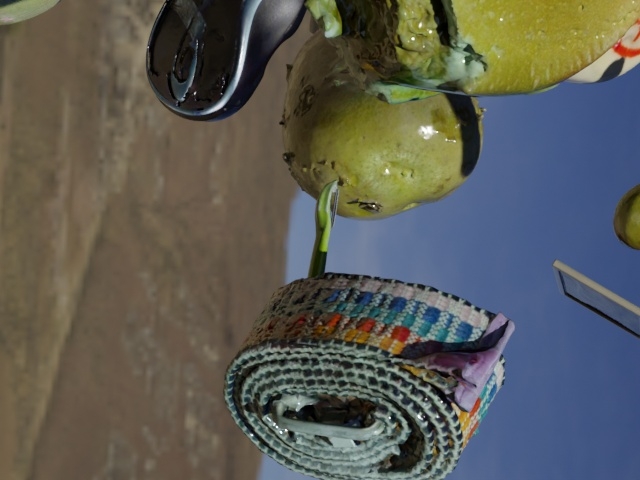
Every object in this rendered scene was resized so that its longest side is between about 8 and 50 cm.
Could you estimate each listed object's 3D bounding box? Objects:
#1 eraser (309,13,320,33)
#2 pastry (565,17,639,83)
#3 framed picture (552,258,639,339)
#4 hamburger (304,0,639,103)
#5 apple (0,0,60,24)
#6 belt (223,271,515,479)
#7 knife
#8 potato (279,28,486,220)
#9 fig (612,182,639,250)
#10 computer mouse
[{"bbox_3d":[0.076,-0.460,2.464,0.087,0.171,0.290,-111,-161,-44],"label":"eraser"},{"bbox_3d":[0.310,-0.297,1.692,0.133,0.265,0.265,33,-52,41],"label":"pastry"},{"bbox_3d":[0.485,0.107,2.572,0.016,0.184,0.250,-57,164,-4],"label":"framed picture"},{"bbox_3d":[0.126,-0.198,1.121,0.167,0.288,0.192,46,-27,53],"label":"hamburger"},{"bbox_3d":[-0.378,-0.315,1.732,0.120,0.193,0.265,52,-4,19],"label":"apple"},{"bbox_3d":[0.046,0.157,1.563,0.160,0.295,0.207,-56,145,-45],"label":"belt"},{"bbox_3d":[0.000,0.000,1.677,0.022,0.026,0.184,-28,-139,41],"label":"knife"},{"bbox_3d":[0.063,-0.172,2.022,0.359,0.269,0.219,-119,-171,-53],"label":"potato"},{"bbox_3d":[0.535,-0.035,2.367,0.153,0.136,0.121,-32,-112,35],"label":"fig"},{"bbox_3d":[-0.104,-0.243,1.637,0.233,0.137,0.096,-65,147,-12],"label":"computer mouse"}]
